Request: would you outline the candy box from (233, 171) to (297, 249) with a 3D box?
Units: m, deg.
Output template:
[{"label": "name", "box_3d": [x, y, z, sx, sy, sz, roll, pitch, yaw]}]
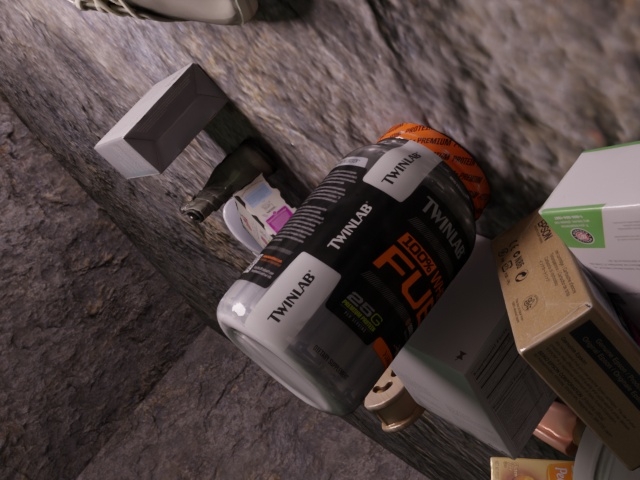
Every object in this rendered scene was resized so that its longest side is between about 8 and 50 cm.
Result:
[{"label": "candy box", "box_3d": [-0.051, 0.006, 1.290, 0.233, 0.071, 0.159, 46, 166, 15]}]

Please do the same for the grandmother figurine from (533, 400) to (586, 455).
[{"label": "grandmother figurine", "box_3d": [0.351, 0.297, 1.342, 0.343, 0.104, 0.207, 18, 144, 44]}]

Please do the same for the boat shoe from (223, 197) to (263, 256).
[{"label": "boat shoe", "box_3d": [-0.120, 0.008, 1.593, 0.258, 0.095, 0.084, 44, 158, -10]}]

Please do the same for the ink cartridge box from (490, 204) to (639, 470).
[{"label": "ink cartridge box", "box_3d": [0.287, 0.093, 0.774, 0.193, 0.088, 0.234, 44, -157, -16]}]

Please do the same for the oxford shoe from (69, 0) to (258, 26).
[{"label": "oxford shoe", "box_3d": [-0.260, -0.351, 0.938, 0.450, 0.130, 0.169, 27, 157, 32]}]

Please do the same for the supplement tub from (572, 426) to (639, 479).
[{"label": "supplement tub", "box_3d": [0.497, 0.314, 0.859, 0.316, 0.228, 0.228, 18, 153, 50]}]

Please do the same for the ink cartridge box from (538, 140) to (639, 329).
[{"label": "ink cartridge box", "box_3d": [0.340, 0.014, 0.661, 0.219, 0.092, 0.160, 45, 163, -17]}]

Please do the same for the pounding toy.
[{"label": "pounding toy", "box_3d": [0.153, 0.299, 1.363, 0.154, 0.154, 0.270, 55, 158, -24]}]

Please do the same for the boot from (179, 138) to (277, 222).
[{"label": "boot", "box_3d": [-0.179, -0.096, 1.342, 0.083, 0.161, 0.246, 44, 162, -14]}]

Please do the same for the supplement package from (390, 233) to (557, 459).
[{"label": "supplement package", "box_3d": [0.224, 0.144, 1.048, 0.199, 0.198, 0.262, 23, 157, 44]}]

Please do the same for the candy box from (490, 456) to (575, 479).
[{"label": "candy box", "box_3d": [0.449, 0.473, 1.202, 0.317, 0.182, 0.087, -2, 149, 15]}]

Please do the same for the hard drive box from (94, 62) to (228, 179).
[{"label": "hard drive box", "box_3d": [-0.288, -0.205, 1.264, 0.089, 0.181, 0.232, 46, 163, -23]}]

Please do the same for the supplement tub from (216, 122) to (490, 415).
[{"label": "supplement tub", "box_3d": [0.050, 0.027, 0.879, 0.207, 0.338, 0.207, 35, 162, 13]}]
